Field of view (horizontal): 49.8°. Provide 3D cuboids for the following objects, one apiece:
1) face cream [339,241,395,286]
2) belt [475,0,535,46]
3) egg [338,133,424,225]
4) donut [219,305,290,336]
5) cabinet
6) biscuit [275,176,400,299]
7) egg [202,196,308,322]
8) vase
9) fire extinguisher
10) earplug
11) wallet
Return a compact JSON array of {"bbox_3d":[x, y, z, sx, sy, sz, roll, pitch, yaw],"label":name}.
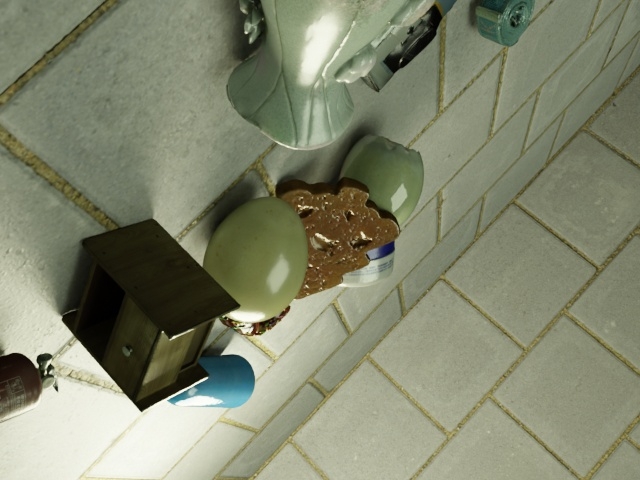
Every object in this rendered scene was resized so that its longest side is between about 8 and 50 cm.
[{"bbox_3d":[0.067,0.028,1.580,0.206,0.206,0.111,-21,119,-52],"label":"face cream"},{"bbox_3d":[0.403,-0.502,1.509,0.147,0.082,0.163,-57,154,-8],"label":"belt"},{"bbox_3d":[0.124,-0.112,1.488,0.183,0.183,0.217,-4,116,-63],"label":"egg"},{"bbox_3d":[-0.124,0.122,1.548,0.230,0.096,0.216,-53,160,15],"label":"donut"},{"bbox_3d":[-0.267,0.112,1.057,0.148,0.215,0.175,-23,148,-50],"label":"cabinet"},{"bbox_3d":[0.000,-0.001,1.422,0.278,0.043,0.301,23,117,-21],"label":"biscuit"},{"bbox_3d":[-0.117,0.035,1.269,0.188,0.188,0.253,-19,136,-54],"label":"egg"},{"bbox_3d":[0.012,-0.315,0.835,0.250,0.250,0.445,-34,162,-35],"label":"vase"},{"bbox_3d":[-0.490,0.228,0.983,0.269,0.105,0.105,-19,145,-53],"label":"fire extinguisher"},{"bbox_3d":[-0.270,0.325,1.591,0.132,0.132,0.273,-51,157,6],"label":"earplug"},{"bbox_3d":[0.156,-0.378,1.252,0.231,0.069,0.170,-49,165,6],"label":"wallet"}]
